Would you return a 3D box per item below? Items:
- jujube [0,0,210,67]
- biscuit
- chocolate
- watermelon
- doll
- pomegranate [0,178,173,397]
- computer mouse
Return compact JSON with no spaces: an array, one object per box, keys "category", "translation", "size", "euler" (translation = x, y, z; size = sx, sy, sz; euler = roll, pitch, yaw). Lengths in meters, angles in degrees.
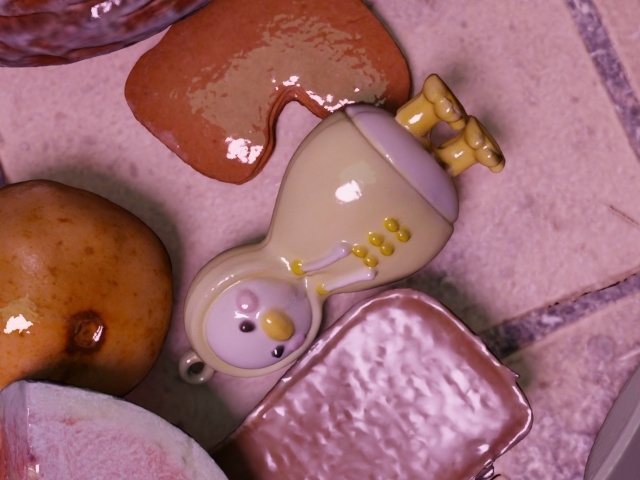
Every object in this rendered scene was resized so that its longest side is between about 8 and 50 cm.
[{"category":"jujube","translation":[-0.173,-0.255,0.890],"size":[0.307,0.215,0.247],"euler":[-8,56,11]},{"category":"biscuit","translation":[-0.039,-0.125,0.955],"size":[0.186,0.036,0.192],"euler":[44,91,6]},{"category":"chocolate","translation":[0.032,0.153,0.900],"size":[0.261,0.083,0.161],"euler":[-43,80,12]},{"category":"watermelon","translation":[-0.170,0.228,0.847],"size":[0.256,0.260,0.176],"euler":[46,55,-10]},{"category":"doll","translation":[0.005,0.006,0.896],"size":[0.296,0.117,0.141],"euler":[-49,127,3]},{"category":"pomegranate","translation":[-0.203,0.043,0.894],"size":[0.196,0.196,0.196],"euler":[0,85,5]},{"category":"computer mouse","translation":[0.249,0.147,0.892],"size":[0.089,0.056,0.182],"euler":[29,82,-15]}]
